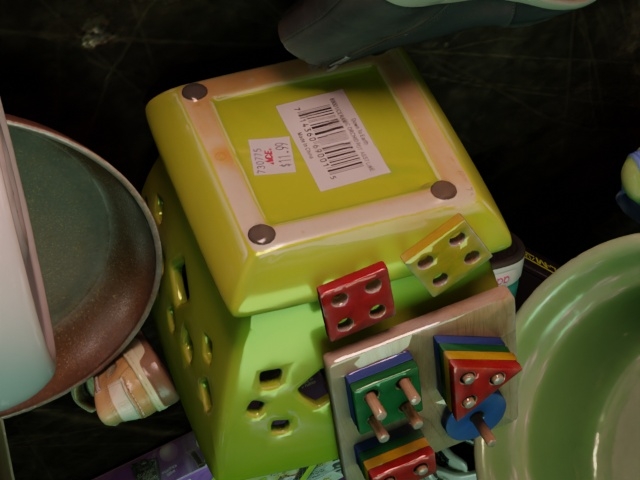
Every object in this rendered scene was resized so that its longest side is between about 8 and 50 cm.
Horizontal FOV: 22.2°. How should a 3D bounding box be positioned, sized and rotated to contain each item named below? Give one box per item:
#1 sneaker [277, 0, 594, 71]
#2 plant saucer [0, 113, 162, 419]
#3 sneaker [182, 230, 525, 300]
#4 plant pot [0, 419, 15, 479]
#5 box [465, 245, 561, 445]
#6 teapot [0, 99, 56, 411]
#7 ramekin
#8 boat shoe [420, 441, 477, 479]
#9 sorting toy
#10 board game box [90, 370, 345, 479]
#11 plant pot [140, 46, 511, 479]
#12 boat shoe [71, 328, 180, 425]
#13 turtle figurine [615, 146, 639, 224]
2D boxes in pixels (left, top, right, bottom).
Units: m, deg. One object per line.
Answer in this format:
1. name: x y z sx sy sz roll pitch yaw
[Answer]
1. sneaker: 0.080 -0.169 1.073 0.222 0.083 0.118 -6 165 -39
2. plant saucer: -0.263 0.017 1.099 0.310 0.050 0.311 -9 138 -8
3. sneaker: 0.021 0.089 1.333 0.295 0.124 0.178 -7 120 -18
4. plant pot: -0.322 0.219 1.376 0.109 0.109 0.096 -5 157 -28
5. box: 0.159 0.096 1.462 0.184 0.045 0.191 27 118 -25
6. teapot: -0.251 -0.009 0.854 0.187 0.252 0.256 -13 137 -8
7. ramekin: 0.287 0.157 1.315 0.303 0.303 0.148 -39 139 25
8. boat shoe: 0.143 0.207 1.630 0.156 0.136 0.367 4 137 -38
9. sorting toy: 0.075 0.103 1.077 0.132 0.046 0.274 -20 136 -11
10. board game box: -0.119 0.255 1.620 0.346 0.056 0.208 -26 154 4
11. plant pot: 0.000 0.000 1.131 0.227 0.228 0.207 -14 141 -15
12. boat shoe: -0.160 0.100 1.250 0.072 0.068 0.190 -32 -171 -7
13. turtle figurine: 0.391 -0.078 1.287 0.266 0.198 0.275 -13 152 -23
